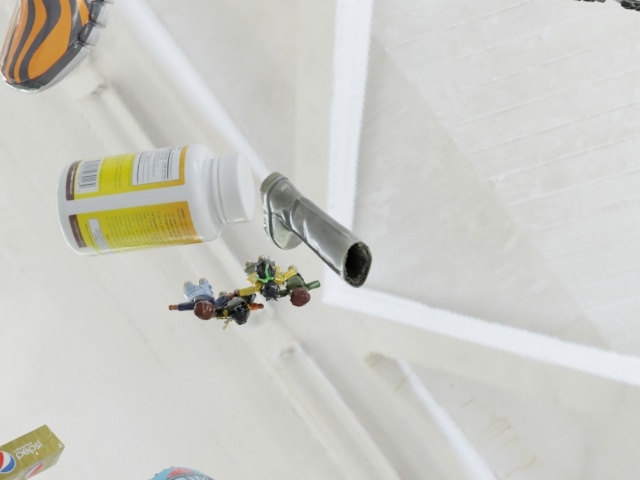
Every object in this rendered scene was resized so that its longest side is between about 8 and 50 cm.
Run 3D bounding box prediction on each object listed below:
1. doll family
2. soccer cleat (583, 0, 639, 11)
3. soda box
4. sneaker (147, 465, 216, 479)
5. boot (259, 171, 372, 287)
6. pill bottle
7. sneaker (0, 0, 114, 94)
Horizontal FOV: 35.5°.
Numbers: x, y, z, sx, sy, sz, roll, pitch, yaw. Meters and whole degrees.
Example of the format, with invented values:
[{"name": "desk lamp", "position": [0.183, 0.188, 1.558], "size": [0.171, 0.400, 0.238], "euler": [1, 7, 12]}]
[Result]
[{"name": "doll family", "position": [-0.099, 0.069, 1.295], "size": [0.193, 0.111, 0.076], "euler": [-24, -67, -5]}, {"name": "soccer cleat", "position": [0.307, -0.305, 1.042], "size": [0.109, 0.318, 0.116], "euler": [30, -64, 58]}, {"name": "soda box", "position": [-0.542, 0.393, 1.753], "size": [0.061, 0.181, 0.058], "euler": [43, -57, 17]}, {"name": "sneaker", "position": [-0.220, 0.402, 1.444], "size": [0.125, 0.262, 0.104], "euler": [9, -85, 34]}, {"name": "boot", "position": [-0.001, 0.002, 1.544], "size": [0.208, 0.076, 0.189], "euler": [35, -18, 28]}, {"name": "pill bottle", "position": [-0.190, -0.049, 1.174], "size": [0.215, 0.117, 0.117], "euler": [-7, -75, 8]}, {"name": "sneaker", "position": [-0.295, -0.325, 1.046], "size": [0.125, 0.180, 0.321], "euler": [11, -105, 32]}]
